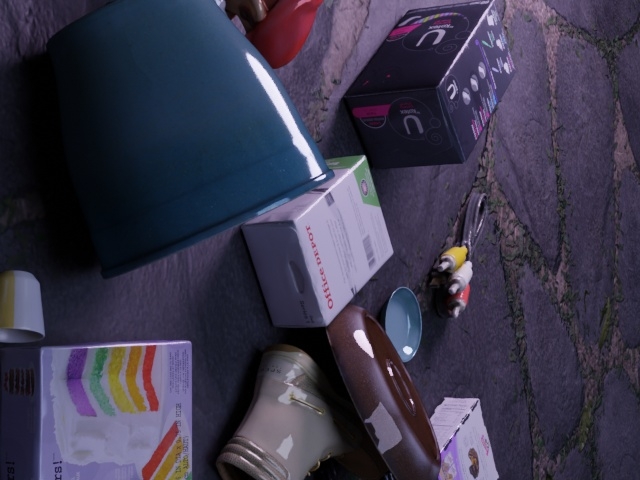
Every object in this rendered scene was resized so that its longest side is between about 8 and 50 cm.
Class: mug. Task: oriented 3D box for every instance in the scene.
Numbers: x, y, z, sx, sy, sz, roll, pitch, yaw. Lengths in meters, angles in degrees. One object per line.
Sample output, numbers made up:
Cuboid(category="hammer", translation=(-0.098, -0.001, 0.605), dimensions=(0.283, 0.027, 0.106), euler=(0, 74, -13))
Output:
Cuboid(category="mug", translation=(-0.309, 0.063, 1.197), dimensions=(0.078, 0.062, 0.064), euler=(32, 53, -60))

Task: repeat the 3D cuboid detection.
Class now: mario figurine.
Cuboid(category="mario figurine", translation=(-0.127, -0.356, 1.498), dimensions=(0.198, 0.170, 0.320), euler=(-32, 108, -14))

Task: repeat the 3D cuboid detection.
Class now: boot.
Cuboid(category="boot", translation=(-0.018, 0.290, 1.587), dimensions=(0.262, 0.095, 0.203), euler=(51, 46, -30))

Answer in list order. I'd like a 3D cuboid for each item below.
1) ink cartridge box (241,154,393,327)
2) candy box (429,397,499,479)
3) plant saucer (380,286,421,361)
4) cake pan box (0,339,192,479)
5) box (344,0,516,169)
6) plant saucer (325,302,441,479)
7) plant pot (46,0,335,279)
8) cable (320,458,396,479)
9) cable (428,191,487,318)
Cuboid(category="ink cartridge box", translation=(0.000, 0.000, 1.655), dimensions=(0.219, 0.093, 0.160), euler=(-43, 122, -50))
Cuboid(category="candy box", translation=(0.213, 0.379, 1.984), dimensions=(0.196, 0.070, 0.164), euler=(-42, 122, -50))
Cuboid(category="plant saucer", translation=(0.124, 0.133, 1.908), dimensions=(0.119, 0.021, 0.119), euler=(9, 79, -57))
Cuboid(category="cake pan box", translation=(-0.236, 0.240, 1.291), dimensions=(0.246, 0.070, 0.266), euler=(7, 82, -55))
Cuboid(category="box", translation=(0.178, -0.247, 1.890), dimensions=(0.270, 0.165, 0.143), euler=(-58, 134, -43))
Cuboid(category="plant saucer", translation=(0.095, 0.214, 1.687), dimensions=(0.310, 0.050, 0.310), euler=(61, 8, -14))
Cuboid(category="plant pot", translation=(-0.159, -0.129, 1.281), dimensions=(0.272, 0.272, 0.255), euler=(-32, 100, -54))
Cuboid(category="cable", translation=(0.054, 0.345, 1.768), dimensions=(0.184, 0.047, 0.150), euler=(18, 68, -51))
Cuboid(category="cable", translation=(0.258, 0.030, 2.082), dimensions=(0.287, 0.072, 0.139), euler=(-50, 134, -48))
